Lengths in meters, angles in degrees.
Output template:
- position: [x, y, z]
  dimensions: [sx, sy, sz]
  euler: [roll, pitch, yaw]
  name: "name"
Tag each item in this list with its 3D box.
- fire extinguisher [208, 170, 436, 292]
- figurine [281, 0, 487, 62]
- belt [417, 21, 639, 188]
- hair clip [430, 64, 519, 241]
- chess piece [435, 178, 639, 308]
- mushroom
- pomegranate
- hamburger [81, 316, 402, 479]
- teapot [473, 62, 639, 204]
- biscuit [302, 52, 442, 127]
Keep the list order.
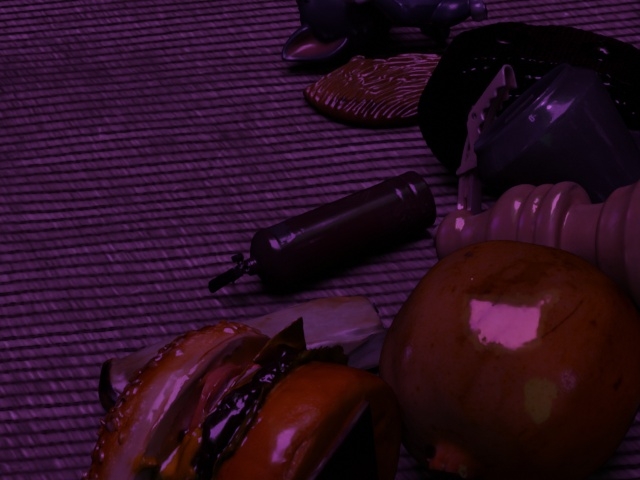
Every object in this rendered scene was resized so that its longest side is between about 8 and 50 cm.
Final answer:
- position: [0.000, 0.000, 2.085]
  dimensions: [0.267, 0.072, 0.089]
  euler: [-22, -5, -21]
  name: "fire extinguisher"
- position: [0.092, -0.323, 2.440]
  dimensions: [0.265, 0.140, 0.193]
  euler: [7, 48, 3]
  name: "figurine"
- position: [0.262, -0.149, 2.135]
  dimensions: [0.289, 0.184, 0.164]
  euler: [6, 29, 17]
  name: "belt"
- position: [0.175, -0.092, 2.075]
  dimensions: [0.072, 0.226, 0.034]
  euler: [17, 11, 41]
  name: "hair clip"
- position: [0.247, -0.003, 1.863]
  dimensions: [0.307, 0.139, 0.124]
  euler: [2, 40, 41]
  name: "chess piece"
- position: [-0.083, 0.125, 1.925]
  dimensions: [0.312, 0.081, 0.100]
  euler: [-14, 44, -11]
  name: "mushroom"
- position: [0.176, 0.126, 1.740]
  dimensions: [0.264, 0.264, 0.264]
  euler: [-5, 37, 4]
  name: "pomegranate"
- position: [-0.076, 0.211, 1.655]
  dimensions: [0.225, 0.291, 0.291]
  euler: [22, 46, 27]
  name: "hamburger"
- position: [0.279, -0.054, 1.979]
  dimensions: [0.203, 0.225, 0.171]
  euler: [-42, 5, 18]
  name: "teapot"
- position: [0.104, -0.206, 2.365]
  dimensions: [0.228, 0.031, 0.176]
  euler: [-25, 42, -21]
  name: "biscuit"
